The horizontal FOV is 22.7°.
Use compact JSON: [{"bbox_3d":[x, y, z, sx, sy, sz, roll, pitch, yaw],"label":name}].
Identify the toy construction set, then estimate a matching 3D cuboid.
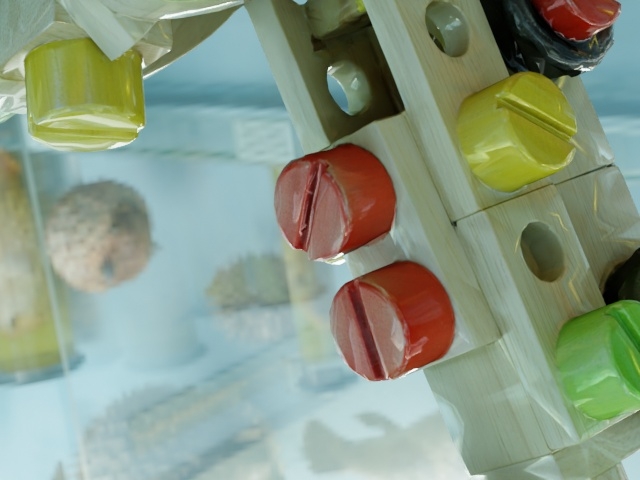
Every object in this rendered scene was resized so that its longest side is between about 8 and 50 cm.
[{"bbox_3d":[0.000,0.000,0.436,0.151,0.328,0.215,-4,-169,46],"label":"toy construction set"}]
